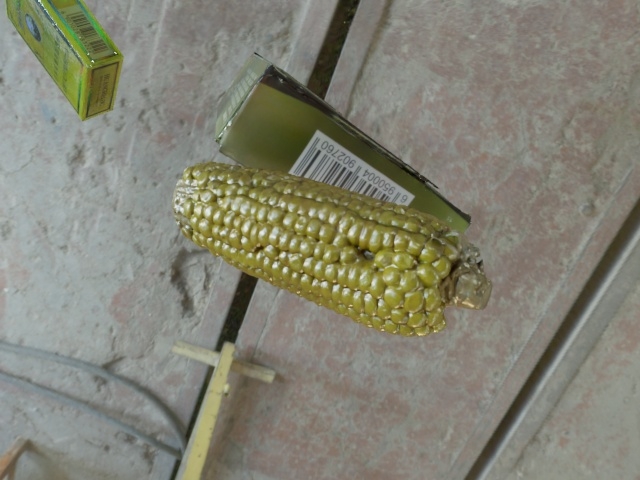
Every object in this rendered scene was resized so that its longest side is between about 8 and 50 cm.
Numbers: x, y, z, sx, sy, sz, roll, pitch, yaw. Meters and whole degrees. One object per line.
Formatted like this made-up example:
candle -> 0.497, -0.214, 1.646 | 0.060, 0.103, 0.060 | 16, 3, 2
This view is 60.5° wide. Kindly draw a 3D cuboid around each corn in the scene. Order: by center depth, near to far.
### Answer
corn -> 0.000, 0.000, 0.520 | 0.322, 0.119, 0.119 | 22, 113, 21

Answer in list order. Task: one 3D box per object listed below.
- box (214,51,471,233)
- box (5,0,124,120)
box -> 0.014, -0.147, 0.930 | 0.373, 0.420, 0.138 | 33, 102, -19
box -> -0.393, -0.313, 0.834 | 0.220, 0.064, 0.141 | 55, 147, 3
